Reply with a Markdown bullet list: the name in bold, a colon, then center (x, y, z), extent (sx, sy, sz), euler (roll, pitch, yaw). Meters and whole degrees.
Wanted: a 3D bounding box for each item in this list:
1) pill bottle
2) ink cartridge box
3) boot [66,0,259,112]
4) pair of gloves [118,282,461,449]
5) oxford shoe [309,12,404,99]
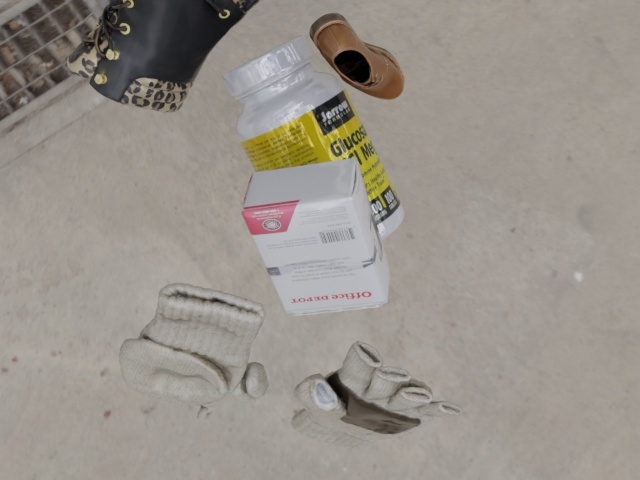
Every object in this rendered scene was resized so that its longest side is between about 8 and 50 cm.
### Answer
- **pill bottle**: center (-0.016, -0.142, 1.389), extent (0.188, 0.188, 0.334), euler (-29, 104, -4)
- **ink cartridge box**: center (0.000, 0.000, 1.244), extent (0.158, 0.092, 0.218), euler (-7, 132, 14)
- **boot**: center (-0.270, -0.345, 1.205), extent (0.377, 0.138, 0.284), euler (14, 124, -40)
- **pair of gloves**: center (-0.035, 0.114, 0.678), extent (0.240, 0.204, 0.042), euler (20, 60, -15)
- **oxford shoe**: center (0.062, -0.240, 1.252), extent (0.076, 0.076, 0.212), euler (-37, 148, 21)
